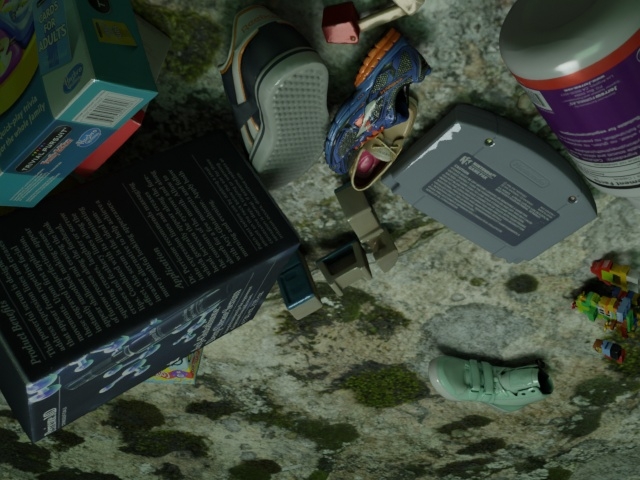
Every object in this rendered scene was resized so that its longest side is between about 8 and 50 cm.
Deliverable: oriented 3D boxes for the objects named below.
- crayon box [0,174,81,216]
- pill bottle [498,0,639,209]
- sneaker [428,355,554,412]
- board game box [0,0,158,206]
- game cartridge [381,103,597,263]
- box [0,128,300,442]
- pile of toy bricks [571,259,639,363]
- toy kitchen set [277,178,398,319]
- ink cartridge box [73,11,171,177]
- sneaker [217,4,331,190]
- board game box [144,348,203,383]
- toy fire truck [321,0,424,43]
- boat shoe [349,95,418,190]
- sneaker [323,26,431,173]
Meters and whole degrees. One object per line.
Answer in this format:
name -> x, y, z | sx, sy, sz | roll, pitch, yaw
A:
crayon box -> -0.476, 0.000, 1.096 | 0.323, 0.083, 0.203 | 3, 119, -49
pill bottle -> 0.368, -0.177, 0.905 | 0.181, 0.181, 0.323 | -25, 130, 31
sneaker -> 0.342, 0.265, 1.464 | 0.256, 0.094, 0.151 | 21, 143, -29
board game box -> -0.322, -0.243, 0.816 | 0.254, 0.336, 0.079 | -31, 160, 34
game cartridge -> 0.265, -0.081, 1.123 | 0.294, 0.060, 0.196 | 29, 137, -23
box -> -0.271, 0.063, 1.043 | 0.212, 0.395, 0.293 | 55, 150, 13
pile of toy bricks -> 0.490, 0.122, 1.297 | 0.105, 0.118, 0.212 | 22, 158, 33
toy kitchen set -> 0.000, 0.000, 1.217 | 0.207, 0.122, 0.166 | -29, 137, 6
ink cartridge box -> -0.280, -0.176, 0.952 | 0.078, 0.231, 0.134 | 34, 132, -28
sneaker -> -0.060, -0.188, 1.004 | 0.126, 0.127, 0.321 | -29, 163, -16
board game box -> -0.311, 0.130, 1.364 | 0.144, 0.142, 0.275 | 0, 138, 8
toy fire truck -> 0.087, -0.314, 0.889 | 0.192, 0.047, 0.135 | -6, 137, 12
boat shoe -> 0.091, -0.136, 1.078 | 0.063, 0.059, 0.170 | 18, 137, -12
sneaker -> 0.071, -0.170, 0.996 | 0.087, 0.083, 0.221 | 32, 131, 4
